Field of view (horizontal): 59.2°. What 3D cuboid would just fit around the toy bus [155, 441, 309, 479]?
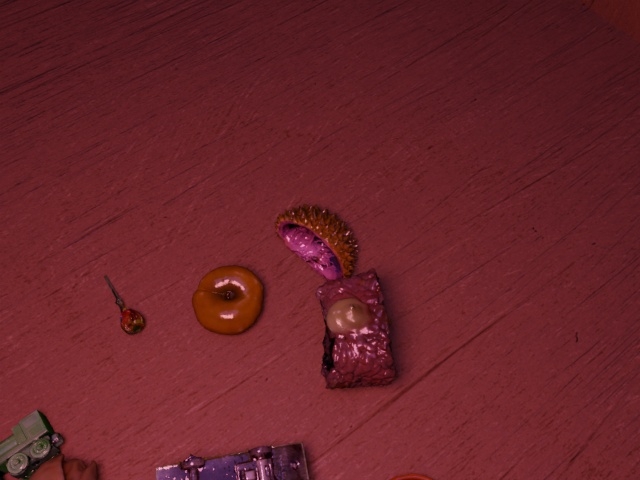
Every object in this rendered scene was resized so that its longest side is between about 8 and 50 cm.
[{"bbox_3d":[-0.182,0.499,1.166,0.302,0.139,0.113,-5,61,-13],"label":"toy bus"}]

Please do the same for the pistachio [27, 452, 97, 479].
[{"bbox_3d":[-0.536,0.573,1.101,0.162,0.182,0.292,25,59,-31],"label":"pistachio"}]

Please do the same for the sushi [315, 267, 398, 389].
[{"bbox_3d":[0.077,0.201,1.286,0.171,0.236,0.270,-7,64,4],"label":"sushi"}]

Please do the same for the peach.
[{"bbox_3d":[-0.226,0.144,1.379,0.179,0.103,0.179,-1,60,1],"label":"peach"}]

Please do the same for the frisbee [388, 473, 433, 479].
[{"bbox_3d":[0.195,0.590,1.176,0.192,0.035,0.192,1,61,-2],"label":"frisbee"}]

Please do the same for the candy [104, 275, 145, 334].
[{"bbox_3d":[-0.497,0.155,1.402,0.060,0.060,0.201,-32,58,-18],"label":"candy"}]

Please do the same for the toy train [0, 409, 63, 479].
[{"bbox_3d":[-0.677,0.478,1.196,0.251,0.085,0.119,-34,61,-21],"label":"toy train"}]

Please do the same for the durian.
[{"bbox_3d":[0.008,-0.013,1.475,0.261,0.153,0.186,34,40,8],"label":"durian"}]
